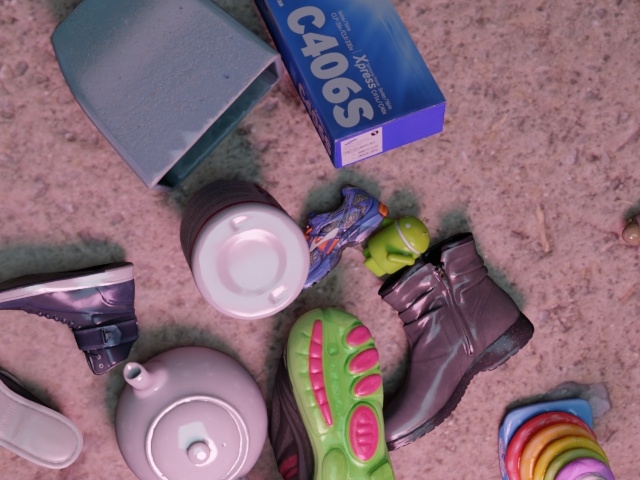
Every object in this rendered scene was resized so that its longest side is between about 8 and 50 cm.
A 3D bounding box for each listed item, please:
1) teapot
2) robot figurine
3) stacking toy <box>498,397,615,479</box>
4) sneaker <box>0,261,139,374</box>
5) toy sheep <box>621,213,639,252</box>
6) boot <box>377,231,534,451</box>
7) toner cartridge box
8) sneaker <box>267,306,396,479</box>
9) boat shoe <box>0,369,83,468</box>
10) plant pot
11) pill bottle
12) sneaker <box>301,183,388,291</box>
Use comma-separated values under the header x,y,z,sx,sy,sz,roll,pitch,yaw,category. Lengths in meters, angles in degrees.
x,y,z,sx,sy,sz,roll,pitch,yaw,category
-0.187,0.295,1.821,0.256,0.187,0.252,6,101,-14,teapot
0.121,0.007,1.874,0.115,0.101,0.067,-35,122,22,robot figurine
0.408,0.383,1.906,0.166,0.302,0.175,-9,105,-10,stacking toy
-0.382,0.127,1.794,0.226,0.086,0.163,-7,101,-11,sneaker
0.556,-0.010,1.962,0.132,0.091,0.091,3,102,-4,toy sheep
0.156,0.157,1.914,0.338,0.118,0.222,-42,104,-12,boot
0.029,-0.279,1.684,0.165,0.075,0.347,-20,63,-11,toner cartridge box
0.016,0.345,1.844,0.185,0.202,0.482,3,85,-13,sneaker
-0.497,0.246,1.793,0.302,0.091,0.114,40,72,-15,boat shoe
-0.226,-0.242,1.675,0.252,0.247,0.248,44,91,0,plant pot
-0.117,0.001,1.719,0.161,0.283,0.160,-3,103,-11,pill bottle
0.000,0.000,1.861,0.221,0.083,0.087,-43,94,-6,sneaker
